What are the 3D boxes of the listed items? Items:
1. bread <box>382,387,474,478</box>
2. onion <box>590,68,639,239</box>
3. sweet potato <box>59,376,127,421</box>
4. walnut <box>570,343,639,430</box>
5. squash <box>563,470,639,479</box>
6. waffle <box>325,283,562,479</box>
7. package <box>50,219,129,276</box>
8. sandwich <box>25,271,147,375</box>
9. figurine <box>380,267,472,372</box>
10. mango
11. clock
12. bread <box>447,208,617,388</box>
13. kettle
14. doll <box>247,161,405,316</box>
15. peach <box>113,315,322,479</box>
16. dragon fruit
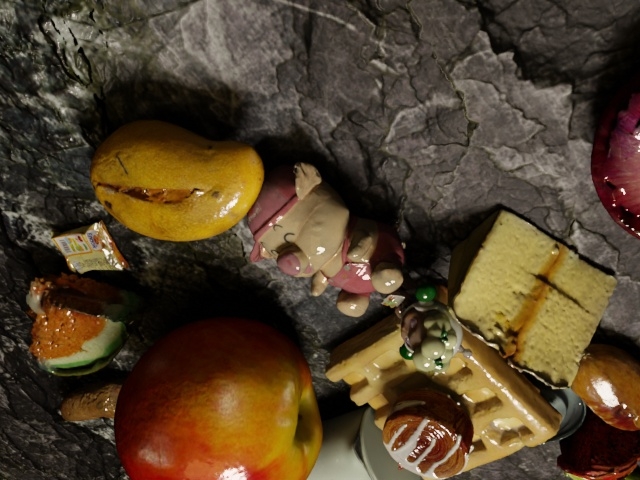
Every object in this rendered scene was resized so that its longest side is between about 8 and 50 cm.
[{"bbox_3d":[0.187,0.340,0.995,0.160,0.073,0.161,11,123,17],"label":"bread"},{"bbox_3d":[0.442,-0.109,0.669,0.247,0.161,0.248,4,117,7],"label":"onion"},{"bbox_3d":[-0.472,0.358,1.296,0.341,0.092,0.114,-9,149,20],"label":"sweet potato"},{"bbox_3d":[0.502,0.251,0.963,0.207,0.116,0.116,37,126,-16],"label":"walnut"},{"bbox_3d":[0.586,0.486,1.151,0.201,0.066,0.066,16,129,2],"label":"squash"},{"bbox_3d":[0.212,0.271,1.035,0.348,0.077,0.304,46,127,-7],"label":"waffle"},{"bbox_3d":[-0.429,0.018,1.058,0.120,0.031,0.108,-8,124,18],"label":"package"},{"bbox_3d":[-0.476,0.159,1.124,0.212,0.109,0.292,29,129,-12],"label":"sandwich"},{"bbox_3d":[0.147,0.119,0.880,0.093,0.197,0.147,-11,127,-27],"label":"figurine"},{"bbox_3d":[-0.219,-0.085,0.830,0.294,0.120,0.177,9,108,32],"label":"mango"},{"bbox_3d":[0.381,0.305,1.076,0.214,0.042,0.215,7,128,9],"label":"clock"},{"bbox_3d":[0.315,0.093,0.842,0.240,0.178,0.135,32,129,-9],"label":"bread"},{"bbox_3d":[0.046,0.495,1.205,0.318,0.205,0.265,-32,111,29],"label":"kettle"},{"bbox_3d":[0.000,0.001,0.867,0.255,0.152,0.196,34,114,-8],"label":"doll"},{"bbox_3d":[-0.189,0.316,1.027,0.388,0.388,0.389,7,128,9],"label":"peach"},{"bbox_3d":[0.518,0.400,1.050,0.127,0.161,0.121,19,128,12],"label":"dragon fruit"}]
